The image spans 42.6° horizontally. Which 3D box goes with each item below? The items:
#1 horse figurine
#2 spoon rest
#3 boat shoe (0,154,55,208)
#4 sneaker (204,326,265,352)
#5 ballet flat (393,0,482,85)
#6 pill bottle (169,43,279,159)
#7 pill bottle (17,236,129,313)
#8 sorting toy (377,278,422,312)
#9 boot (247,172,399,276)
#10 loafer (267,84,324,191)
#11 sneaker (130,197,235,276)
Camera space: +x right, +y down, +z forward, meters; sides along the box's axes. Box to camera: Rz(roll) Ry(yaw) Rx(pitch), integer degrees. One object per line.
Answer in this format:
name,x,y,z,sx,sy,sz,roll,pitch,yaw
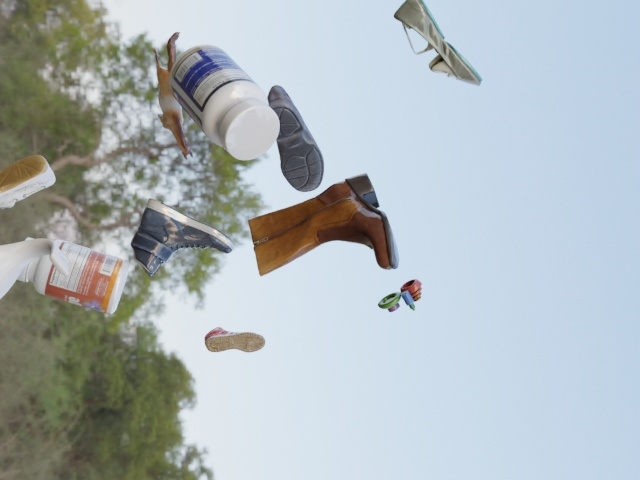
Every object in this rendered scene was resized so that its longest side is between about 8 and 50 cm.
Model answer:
horse figurine,-0.346,-0.340,1.900,0.174,0.066,0.263,-121,-150,-50
spoon rest,-0.594,0.059,1.522,0.084,0.276,0.137,-94,165,-49
boat shoe,-0.802,-0.119,2.066,0.096,0.276,0.098,72,-1,-57
sneaker,-0.171,0.195,1.617,0.067,0.118,0.042,-158,-111,-72
ballet flat,0.208,-0.345,1.480,0.068,0.213,0.072,-39,-155,12
pill bottle,-0.201,-0.290,1.728,0.265,0.153,0.153,50,-40,39
pill bottle,-0.520,0.068,1.717,0.121,0.216,0.121,-162,-90,-81
sorting toy,0.167,0.119,1.633,0.042,0.102,0.061,60,-14,-13
boot,0.000,0.000,1.639,0.096,0.280,0.264,66,2,-54
loafer,-0.060,-0.243,1.966,0.303,0.109,0.095,68,13,-50
sneaker,-0.323,0.023,1.884,0.164,0.226,0.086,-67,-169,-12
